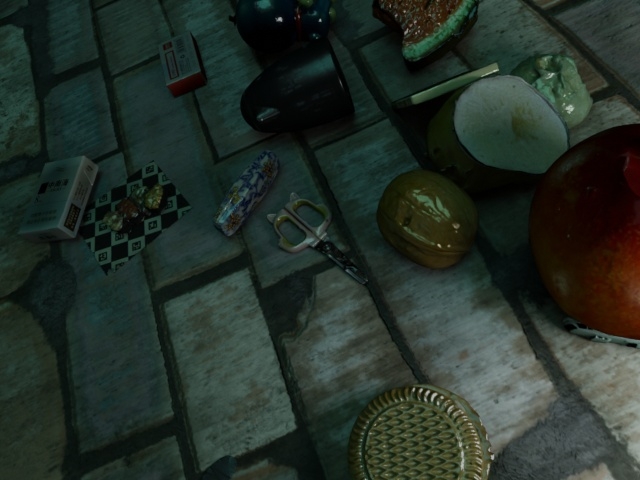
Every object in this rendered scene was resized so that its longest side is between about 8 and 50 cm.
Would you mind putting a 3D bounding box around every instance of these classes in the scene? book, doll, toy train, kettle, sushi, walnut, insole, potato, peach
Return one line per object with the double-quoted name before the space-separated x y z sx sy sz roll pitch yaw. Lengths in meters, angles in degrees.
"book" 0.288 -0.368 1.208 0.202 0.264 0.027 -22 102 4
"doll" -0.113 -0.661 1.485 0.322 0.198 0.185 1 75 5
"toy train" 0.566 0.174 0.933 0.208 0.043 0.047 7 68 18
"kettle" -0.074 -0.400 1.351 0.291 0.207 0.268 -20 29 13
"sushi" -0.532 -0.082 1.359 0.290 0.050 0.264 -40 60 -8
"walnut" 0.225 -0.045 1.061 0.193 0.193 0.225 -37 66 -7
"insole" -0.223 0.495 0.989 0.053 0.002 0.152 29 72 26
"potato" 0.379 -0.223 1.128 0.300 0.196 0.246 3 78 -17
"peach" 0.540 -0.026 0.849 0.389 0.388 0.387 -6 61 11

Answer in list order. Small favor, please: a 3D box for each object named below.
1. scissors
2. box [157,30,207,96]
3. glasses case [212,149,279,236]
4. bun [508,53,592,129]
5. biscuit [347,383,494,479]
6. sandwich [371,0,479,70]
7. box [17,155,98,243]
"scissors" 0.000 0.000 1.189 0.160 0.024 0.318 -43 60 -11
"box" -0.446 -0.571 1.604 0.123 0.050 0.229 -23 59 4
"glasses case" -0.185 -0.123 1.268 0.065 0.087 0.247 26 72 21
"bun" 0.545 -0.364 1.188 0.204 0.126 0.212 -45 61 -9
"biscuit" 0.178 0.384 0.901 0.260 0.079 0.258 -7 60 13
"sandwich" 0.256 -0.631 1.390 0.301 0.162 0.250 44 92 0
"box" -0.740 -0.118 1.414 0.156 0.067 0.242 -5 61 19
